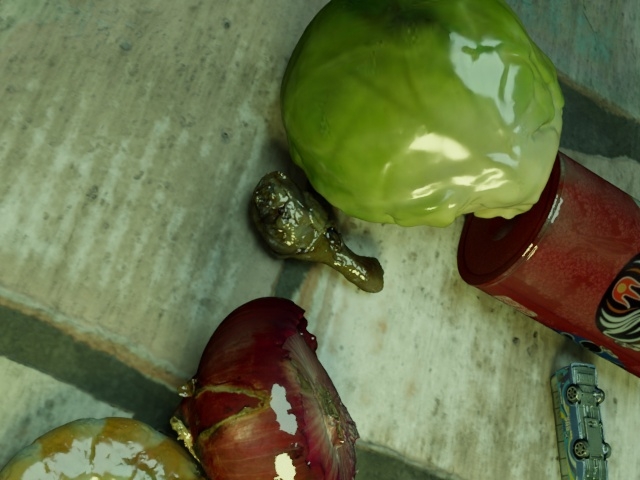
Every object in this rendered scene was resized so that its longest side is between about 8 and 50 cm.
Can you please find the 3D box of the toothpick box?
[{"bbox_3d":[0.368,0.041,1.278,0.333,0.204,0.204,29,58,-17],"label":"toothpick box"}]

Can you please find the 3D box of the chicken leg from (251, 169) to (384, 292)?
[{"bbox_3d":[-0.002,0.002,1.169,0.198,0.069,0.085,38,31,-19],"label":"chicken leg"}]

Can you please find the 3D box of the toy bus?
[{"bbox_3d":[0.326,0.234,1.256,0.051,0.061,0.153,9,67,-29],"label":"toy bus"}]

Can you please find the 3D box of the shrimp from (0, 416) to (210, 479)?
[{"bbox_3d":[-0.211,0.257,0.927,0.287,0.068,0.185,-3,72,-31],"label":"shrimp"}]

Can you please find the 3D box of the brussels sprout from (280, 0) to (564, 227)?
[{"bbox_3d":[0.122,-0.162,1.183,0.344,0.268,0.344,0,90,8],"label":"brussels sprout"}]

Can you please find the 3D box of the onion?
[{"bbox_3d":[-0.046,0.180,0.983,0.248,0.161,0.248,41,41,-48],"label":"onion"}]
